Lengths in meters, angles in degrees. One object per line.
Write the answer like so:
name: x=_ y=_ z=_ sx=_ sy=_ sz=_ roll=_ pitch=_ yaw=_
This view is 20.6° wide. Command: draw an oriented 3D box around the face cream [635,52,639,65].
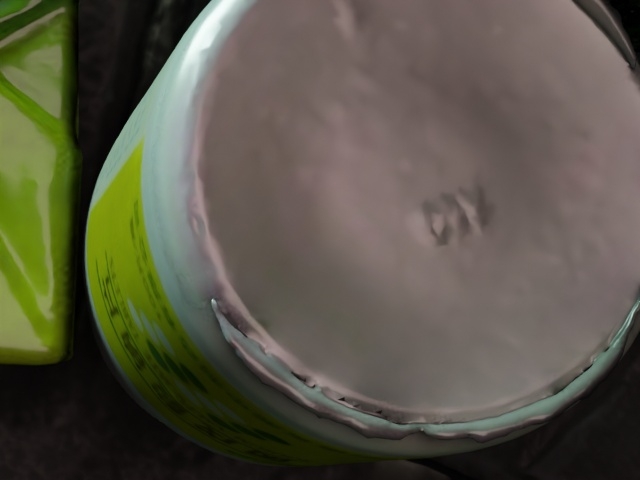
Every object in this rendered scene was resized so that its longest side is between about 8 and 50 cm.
face cream: x=0.311 y=-0.153 z=1.012 sx=0.312 sy=0.219 sz=0.357 roll=33 pitch=76 yaw=-4

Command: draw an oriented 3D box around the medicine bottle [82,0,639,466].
medicine bottle: x=0.000 y=0.000 z=0.833 sx=0.213 sy=0.378 sz=0.214 roll=2 pitch=81 yaw=-13

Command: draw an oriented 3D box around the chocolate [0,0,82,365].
chocolate: x=-0.273 y=-0.075 z=0.903 sx=0.301 sy=0.137 sz=0.289 roll=1 pitch=81 yaw=-9

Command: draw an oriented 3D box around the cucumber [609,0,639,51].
cucumber: x=0.103 y=-0.133 z=0.863 sx=0.241 sy=0.074 sz=0.074 roll=6 pitch=80 yaw=-11
